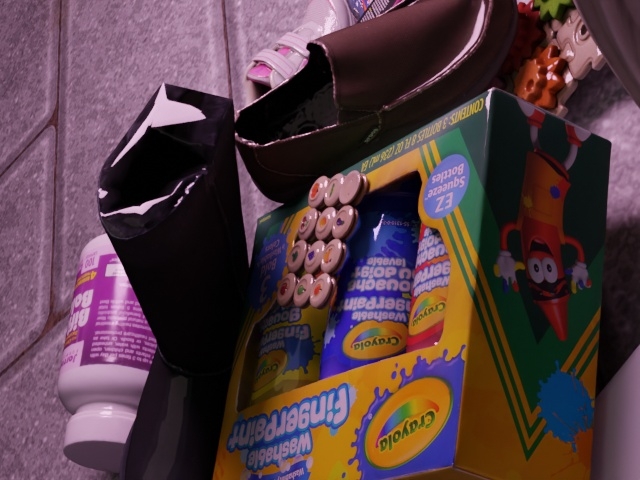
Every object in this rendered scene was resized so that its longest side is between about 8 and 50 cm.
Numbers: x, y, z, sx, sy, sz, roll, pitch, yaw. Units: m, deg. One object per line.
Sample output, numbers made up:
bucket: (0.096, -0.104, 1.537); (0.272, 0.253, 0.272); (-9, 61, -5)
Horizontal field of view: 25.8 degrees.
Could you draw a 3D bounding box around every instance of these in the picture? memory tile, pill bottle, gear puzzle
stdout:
memory tile: (0.000, 0.000, 1.440); (0.113, 0.012, 0.148); (0, 70, 61)
pill bottle: (-0.265, 0.153, 1.900); (0.169, 0.169, 0.301); (-27, 48, 43)
gear puzzle: (0.245, -0.226, 1.491); (0.339, 0.044, 0.175); (-55, 32, 37)

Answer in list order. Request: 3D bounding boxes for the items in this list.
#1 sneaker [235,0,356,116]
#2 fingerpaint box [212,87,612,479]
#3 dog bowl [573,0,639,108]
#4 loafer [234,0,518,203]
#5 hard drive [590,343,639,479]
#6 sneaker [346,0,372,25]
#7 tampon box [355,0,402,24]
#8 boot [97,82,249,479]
sneaker: (-0.036, -0.225, 1.875); (0.103, 0.111, 0.252); (13, 81, 50)
fingerpaint box: (0.075, 0.103, 1.419); (0.445, 0.163, 0.371); (-26, 49, 54)
dog bowl: (0.364, -0.102, 1.017); (0.150, 0.408, 0.408); (-41, 36, 4)
loafer: (0.054, -0.175, 1.530); (0.366, 0.130, 0.134); (-38, 56, 12)
hard drive: (0.316, 0.175, 1.195); (0.318, 0.040, 0.210); (-54, 34, 15)
sneaker: (0.087, -0.299, 1.808); (0.087, 0.083, 0.221); (-20, 57, 30)
tampon box: (0.092, -0.212, 1.669); (0.161, 0.120, 0.101); (-53, 18, 17)
boot: (-0.159, 0.100, 1.554); (0.445, 0.146, 0.367); (90, -173, -55)
